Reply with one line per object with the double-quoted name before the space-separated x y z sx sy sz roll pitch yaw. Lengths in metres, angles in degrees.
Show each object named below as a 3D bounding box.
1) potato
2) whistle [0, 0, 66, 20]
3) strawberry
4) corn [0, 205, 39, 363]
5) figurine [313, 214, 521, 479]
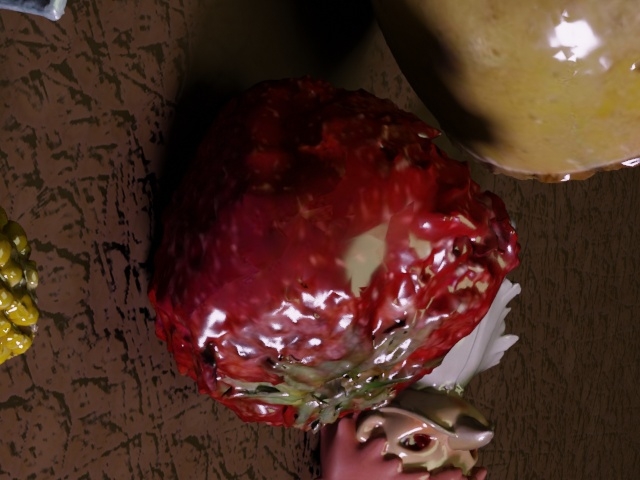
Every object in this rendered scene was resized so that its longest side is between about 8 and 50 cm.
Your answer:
"potato" 0.202 -0.298 1.272 0.319 0.385 0.442 54 43 -44
"whistle" -0.129 -0.278 0.958 0.062 0.062 0.312 11 93 -65
"strawberry" 0.000 0.000 1.214 0.274 0.274 0.220 39 30 -63
"corn" -0.231 -0.026 0.846 0.097 0.097 0.320 -66 151 -19
"figurine" 0.086 0.159 1.518 0.207 0.166 0.387 11 90 -48
